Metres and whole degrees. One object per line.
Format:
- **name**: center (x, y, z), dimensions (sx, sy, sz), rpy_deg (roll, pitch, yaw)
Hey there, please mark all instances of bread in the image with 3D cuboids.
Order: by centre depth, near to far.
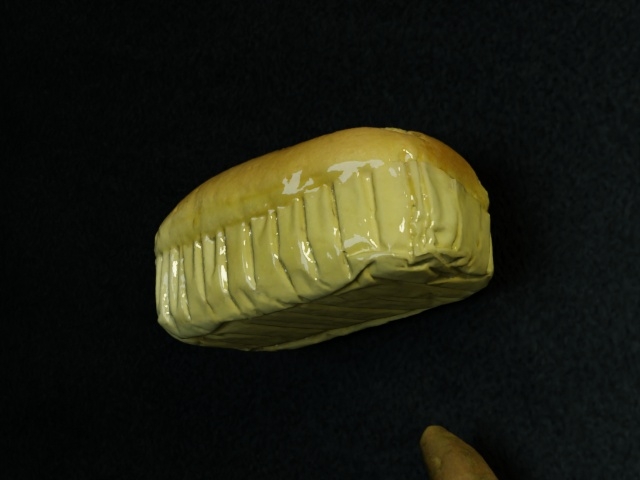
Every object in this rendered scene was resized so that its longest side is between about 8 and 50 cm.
- **bread**: center (0.000, 0.000, 1.180), dimensions (0.236, 0.140, 0.106), rpy_deg (-18, 69, 39)

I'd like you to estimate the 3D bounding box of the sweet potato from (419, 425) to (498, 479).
- **sweet potato**: center (0.113, 0.219, 1.093), dimensions (0.077, 0.077, 0.243), rpy_deg (-41, 50, 34)
